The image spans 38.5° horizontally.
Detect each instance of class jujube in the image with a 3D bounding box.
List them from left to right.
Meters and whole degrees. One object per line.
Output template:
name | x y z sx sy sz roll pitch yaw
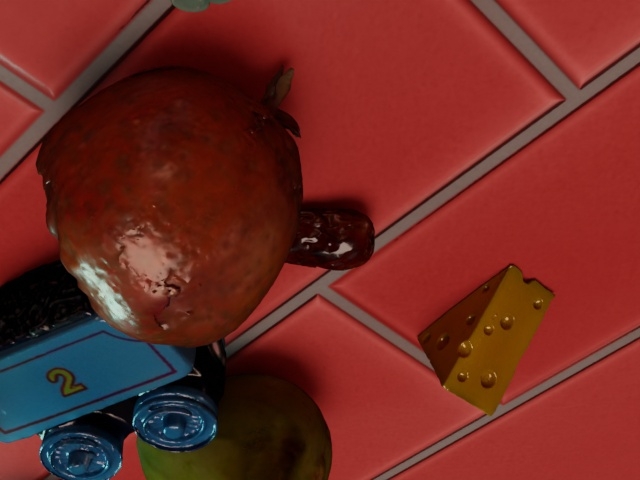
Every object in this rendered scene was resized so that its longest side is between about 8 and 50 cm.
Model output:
jujube | 0.000 0.000 1.083 0.129 0.077 0.077 -2 133 5

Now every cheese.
cheese | 0.227 0.117 1.211 0.093 0.126 0.171 34 104 -23

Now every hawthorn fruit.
hawthorn fruit | -0.127 -0.060 0.915 0.307 0.276 0.276 -46 126 -3

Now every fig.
fig | -0.124 0.292 1.256 0.271 0.239 0.239 15 136 18

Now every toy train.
toy train | -0.265 0.145 1.127 0.300 0.188 0.265 -23 126 18

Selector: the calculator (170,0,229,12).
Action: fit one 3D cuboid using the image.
calculator | -0.170 -0.322 0.793 0.184 0.042 0.295 -26 127 19
